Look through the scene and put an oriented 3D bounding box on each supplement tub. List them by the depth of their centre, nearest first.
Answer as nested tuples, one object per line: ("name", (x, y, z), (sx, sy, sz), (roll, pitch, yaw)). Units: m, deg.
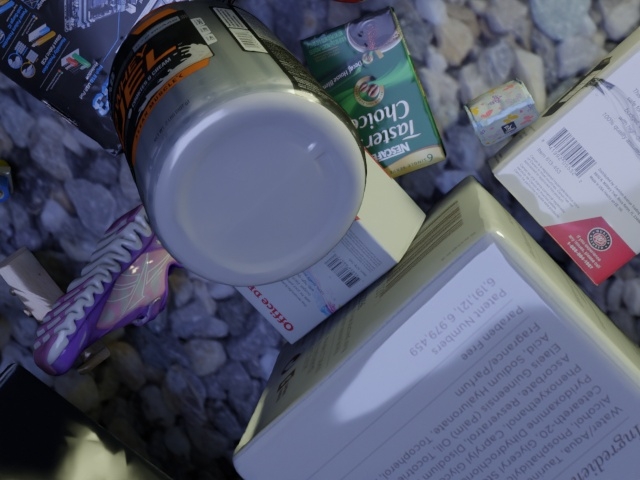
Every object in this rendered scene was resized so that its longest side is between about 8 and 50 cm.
("supplement tub", (-0.096, -0.113, 0.839), (0.194, 0.316, 0.193), (-10, 123, -16))

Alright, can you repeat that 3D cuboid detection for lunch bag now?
("lunch bag", (0.197, -0.139, 0.955), (0.071, 0.083, 0.053), (-27, 98, 11))

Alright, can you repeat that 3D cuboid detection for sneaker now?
("sneaker", (-0.230, 0.067, 0.996), (0.095, 0.236, 0.104), (-22, 119, 43))

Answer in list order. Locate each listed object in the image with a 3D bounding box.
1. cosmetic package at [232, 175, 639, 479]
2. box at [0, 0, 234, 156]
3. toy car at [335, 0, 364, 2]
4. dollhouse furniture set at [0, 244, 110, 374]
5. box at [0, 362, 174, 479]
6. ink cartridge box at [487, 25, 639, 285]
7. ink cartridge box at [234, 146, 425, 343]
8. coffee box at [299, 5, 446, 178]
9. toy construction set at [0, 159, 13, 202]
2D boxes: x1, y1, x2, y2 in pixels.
("cosmetic package", (0.181, 0.197, 0.905), (0.327, 0.329, 0.393), (-44, 94, 12))
("box", (-0.260, -0.297, 0.978), (0.293, 0.073, 0.295), (36, 105, -5))
("toy car", (0.104, -0.341, 0.892), (0.238, 0.219, 0.210), (2, 104, -23))
("dollhouse furniture set", (-0.394, 0.145, 1.025), (0.242, 0.212, 0.161), (-39, 95, -14))
("box", (-0.299, 0.465, 0.936), (0.480, 0.297, 0.472), (40, 128, -9))
("ink cartridge box", (0.328, -0.098, 0.941), (0.237, 0.100, 0.172), (-42, 95, 14))
("ink cartridge box", (0.000, 0.000, 0.963), (0.128, 0.127, 0.176), (47, 121, -6))
("coffee box", (0.062, -0.159, 0.988), (0.113, 0.040, 0.184), (-18, 100, 10))
("toy construction set", (-0.538, -0.056, 0.982), (0.328, 0.151, 0.215), (-30, 137, -4))
